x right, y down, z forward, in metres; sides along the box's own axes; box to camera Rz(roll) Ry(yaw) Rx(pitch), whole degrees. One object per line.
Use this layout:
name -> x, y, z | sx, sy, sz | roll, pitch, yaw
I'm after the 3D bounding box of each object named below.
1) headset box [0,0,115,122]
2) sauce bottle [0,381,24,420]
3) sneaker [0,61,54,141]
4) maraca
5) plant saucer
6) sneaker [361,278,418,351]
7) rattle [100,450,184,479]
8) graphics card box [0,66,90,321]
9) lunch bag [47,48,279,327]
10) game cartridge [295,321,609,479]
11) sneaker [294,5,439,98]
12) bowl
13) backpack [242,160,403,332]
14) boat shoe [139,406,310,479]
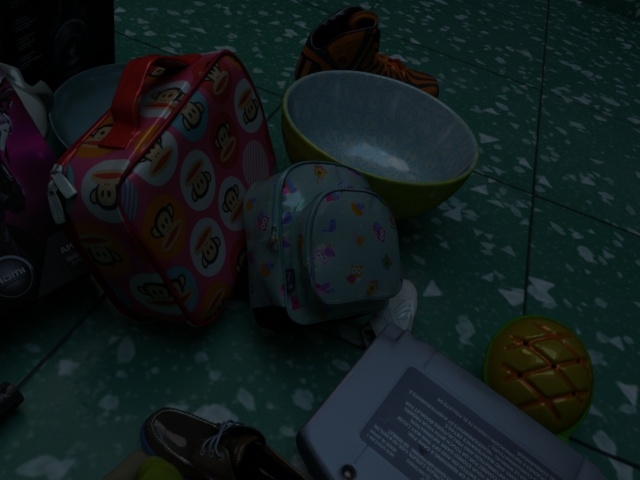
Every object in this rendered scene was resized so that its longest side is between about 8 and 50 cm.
headset box -> -0.427, -0.344, 0.821 | 0.131, 0.283, 0.246 | 21, 41, 4
sauce bottle -> -0.317, 0.177, 0.480 | 0.042, 0.042, 0.128 | 29, 41, 12
sneaker -> -0.485, -0.157, 0.624 | 0.331, 0.122, 0.146 | 10, 54, -29
maraca -> 0.246, 0.173, 0.638 | 0.127, 0.099, 0.185 | 16, 66, 10
plant saucer -> -0.248, -0.175, 0.870 | 0.318, 0.043, 0.317 | 12, 43, -12
sneaker -> 0.085, 0.100, 0.690 | 0.061, 0.053, 0.152 | 15, 42, 1
rattle -> -0.162, 0.280, 0.431 | 0.130, 0.142, 0.199 | 6, 48, 38
graphics card box -> -0.402, -0.081, 0.538 | 0.233, 0.094, 0.370 | -36, 104, -44
lunch bag -> -0.156, -0.077, 0.626 | 0.120, 0.258, 0.293 | 3, 44, 22
game cartridge -> 0.131, 0.233, 0.536 | 0.294, 0.060, 0.196 | 36, 53, 16
sneaker -> 0.114, -0.346, 1.082 | 0.322, 0.180, 0.124 | -7, 47, -25
bowl -> 0.071, -0.116, 0.840 | 0.290, 0.156, 0.289 | 10, 42, -9
backpack -> 0.000, 0.000, 0.644 | 0.166, 0.144, 0.188 | -3, 76, -38
boat shoe -> -0.081, 0.199, 0.513 | 0.183, 0.066, 0.066 | 26, 35, 7
